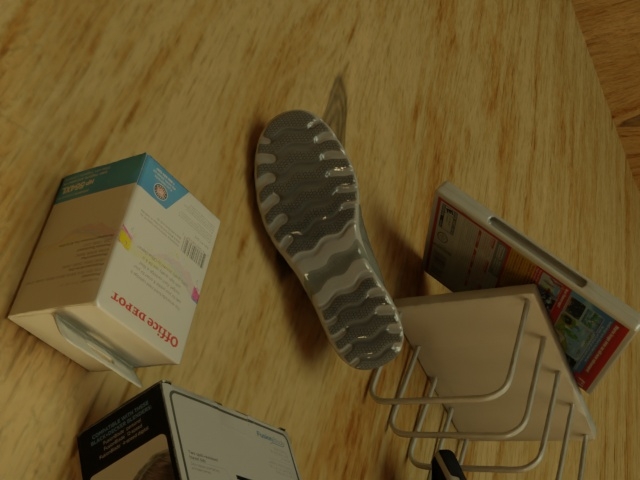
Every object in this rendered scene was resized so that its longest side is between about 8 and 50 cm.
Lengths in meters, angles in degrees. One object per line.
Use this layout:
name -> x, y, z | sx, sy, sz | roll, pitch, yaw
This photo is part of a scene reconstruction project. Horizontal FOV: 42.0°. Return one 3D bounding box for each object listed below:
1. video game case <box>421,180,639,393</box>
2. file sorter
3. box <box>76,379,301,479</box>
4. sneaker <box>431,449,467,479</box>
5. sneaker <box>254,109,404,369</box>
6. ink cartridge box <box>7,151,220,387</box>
video game case -> 0.253, 0.063, 1.058 | 0.025, 0.285, 0.204 | -43, 158, -22
file sorter -> 0.209, 0.222, 1.058 | 0.278, 0.192, 0.173 | 60, 38, -31
box -> -0.061, 0.258, 0.574 | 0.169, 0.087, 0.290 | 37, 26, -50
sneaker -> 0.132, 0.362, 0.967 | 0.084, 0.097, 0.235 | -106, -169, -83
sneaker -> 0.000, 0.000, 0.894 | 0.115, 0.105, 0.281 | -138, -150, -84
ink cartridge box -> -0.148, 0.027, 0.604 | 0.092, 0.089, 0.143 | 48, 44, -42
